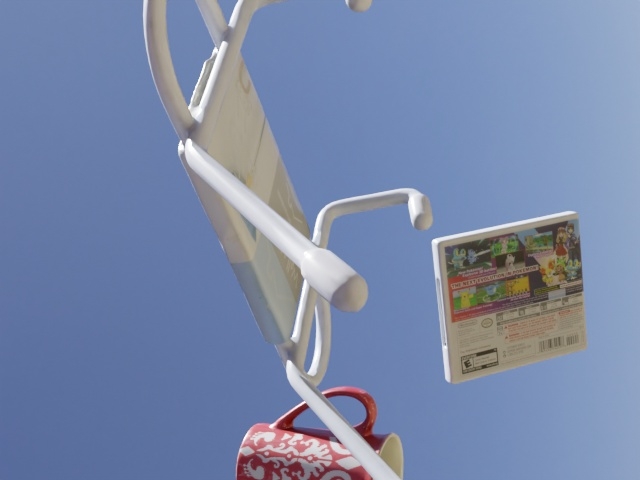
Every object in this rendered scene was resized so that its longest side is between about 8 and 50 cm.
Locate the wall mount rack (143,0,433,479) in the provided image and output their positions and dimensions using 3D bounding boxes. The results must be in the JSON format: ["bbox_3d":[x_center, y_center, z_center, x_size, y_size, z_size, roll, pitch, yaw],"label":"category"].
[{"bbox_3d":[0.000,0.000,0.585,0.304,0.131,0.350,-82,-22,-45],"label":"wall mount rack"}]

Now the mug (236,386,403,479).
[{"bbox_3d":[0.003,0.252,1.089,0.113,0.169,0.150,58,-139,-54],"label":"mug"}]

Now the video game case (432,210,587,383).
[{"bbox_3d":[0.240,0.070,1.176,0.201,0.023,0.183,-11,-77,-18],"label":"video game case"}]
